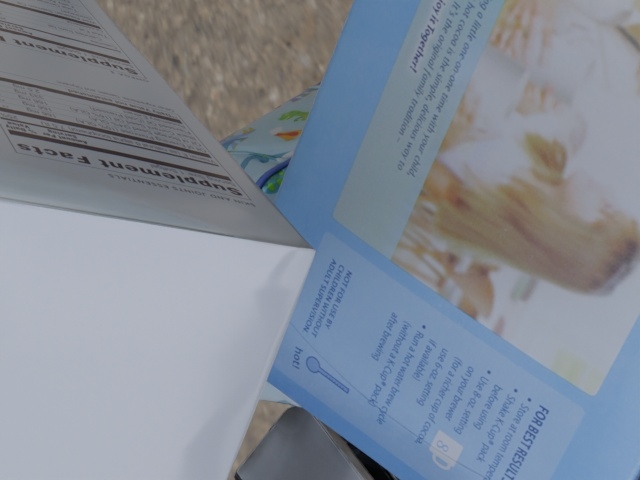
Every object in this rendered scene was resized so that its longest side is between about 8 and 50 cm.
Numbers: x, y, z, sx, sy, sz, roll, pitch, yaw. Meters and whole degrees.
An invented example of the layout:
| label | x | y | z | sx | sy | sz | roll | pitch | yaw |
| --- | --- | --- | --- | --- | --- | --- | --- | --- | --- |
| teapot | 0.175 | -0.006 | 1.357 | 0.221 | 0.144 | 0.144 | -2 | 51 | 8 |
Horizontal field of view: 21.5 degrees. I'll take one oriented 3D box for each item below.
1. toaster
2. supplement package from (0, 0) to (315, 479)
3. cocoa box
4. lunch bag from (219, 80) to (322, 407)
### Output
| label | x | y | z | sx | sy | sz | roll | pitch | yaw |
| --- | --- | --- | --- | --- | --- | --- | --- | --- | --- |
| toaster | 0.051 | 0.206 | 1.291 | 0.168 | 0.185 | 0.110 | 2 | 129 | -45 |
| supplement package | -0.167 | 0.015 | 0.603 | 0.198 | 0.262 | 0.199 | 10 | 112 | -31 |
| cocoa box | 0.145 | -0.050 | 0.825 | 0.231 | 0.228 | 0.347 | 35 | 121 | 22 |
| lunch bag | 0.000 | 0.000 | 1.097 | 0.090 | 0.219 | 0.176 | 3 | 117 | 35 |
